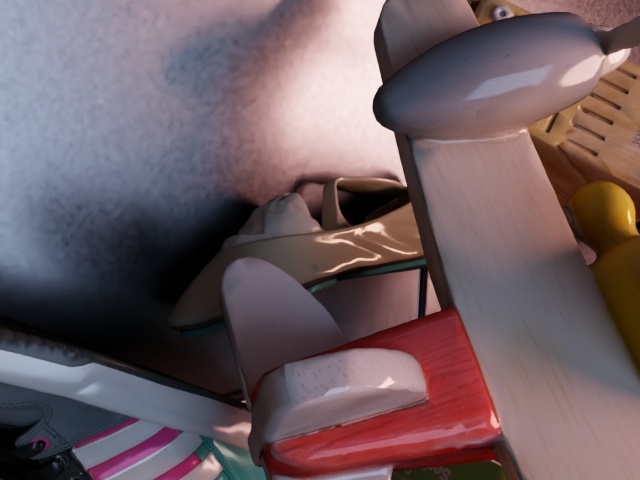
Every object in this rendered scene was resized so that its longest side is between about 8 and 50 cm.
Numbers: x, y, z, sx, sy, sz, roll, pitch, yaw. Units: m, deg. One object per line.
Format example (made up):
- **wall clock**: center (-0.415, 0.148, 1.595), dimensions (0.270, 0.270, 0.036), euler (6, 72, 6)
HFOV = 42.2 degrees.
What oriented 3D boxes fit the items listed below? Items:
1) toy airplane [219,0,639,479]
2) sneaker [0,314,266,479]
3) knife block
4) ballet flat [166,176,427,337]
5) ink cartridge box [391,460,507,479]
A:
- **toy airplane**: center (0.141, 0.052, 0.447), dimensions (0.386, 0.272, 0.384), euler (38, 50, -7)
- **sneaker**: center (-0.146, 0.151, 0.471), dimensions (0.295, 0.124, 0.178), euler (31, 74, -41)
- **knife block**: center (0.217, -0.074, 0.722), dimensions (0.276, 0.242, 0.088), euler (28, 82, 5)
- **ballet flat**: center (0.000, 0.000, 0.573), dimensions (0.248, 0.086, 0.086), euler (-13, 111, -36)
- **ink cartridge box**: center (0.106, 0.325, 0.717), dimensions (0.198, 0.115, 0.273), euler (37, 78, -38)
